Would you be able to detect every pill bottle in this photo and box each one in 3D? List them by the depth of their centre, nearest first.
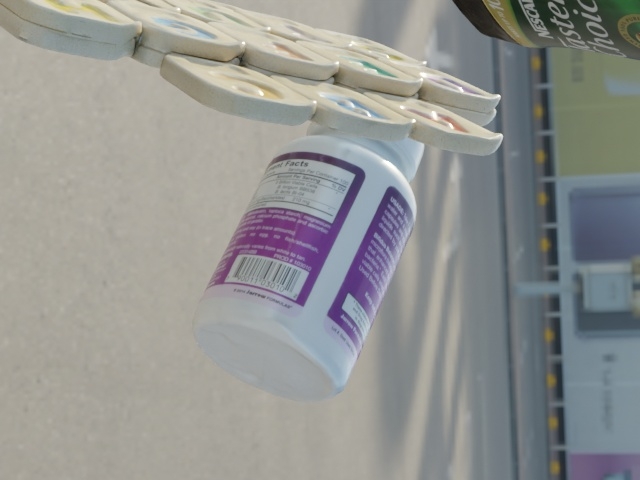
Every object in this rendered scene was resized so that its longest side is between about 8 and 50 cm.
[{"bbox_3d":[0.000,0.000,1.283,0.169,0.169,0.302,72,38,-54],"label":"pill bottle"}]

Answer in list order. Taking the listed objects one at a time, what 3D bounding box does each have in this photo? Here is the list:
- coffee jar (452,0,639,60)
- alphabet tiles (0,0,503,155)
[{"bbox_3d":[0.138,-0.124,0.545,0.096,0.184,0.079,39,75,-46],"label":"coffee jar"},{"bbox_3d":[-0.046,-0.107,0.660,0.278,0.284,0.021,37,-65,50],"label":"alphabet tiles"}]
